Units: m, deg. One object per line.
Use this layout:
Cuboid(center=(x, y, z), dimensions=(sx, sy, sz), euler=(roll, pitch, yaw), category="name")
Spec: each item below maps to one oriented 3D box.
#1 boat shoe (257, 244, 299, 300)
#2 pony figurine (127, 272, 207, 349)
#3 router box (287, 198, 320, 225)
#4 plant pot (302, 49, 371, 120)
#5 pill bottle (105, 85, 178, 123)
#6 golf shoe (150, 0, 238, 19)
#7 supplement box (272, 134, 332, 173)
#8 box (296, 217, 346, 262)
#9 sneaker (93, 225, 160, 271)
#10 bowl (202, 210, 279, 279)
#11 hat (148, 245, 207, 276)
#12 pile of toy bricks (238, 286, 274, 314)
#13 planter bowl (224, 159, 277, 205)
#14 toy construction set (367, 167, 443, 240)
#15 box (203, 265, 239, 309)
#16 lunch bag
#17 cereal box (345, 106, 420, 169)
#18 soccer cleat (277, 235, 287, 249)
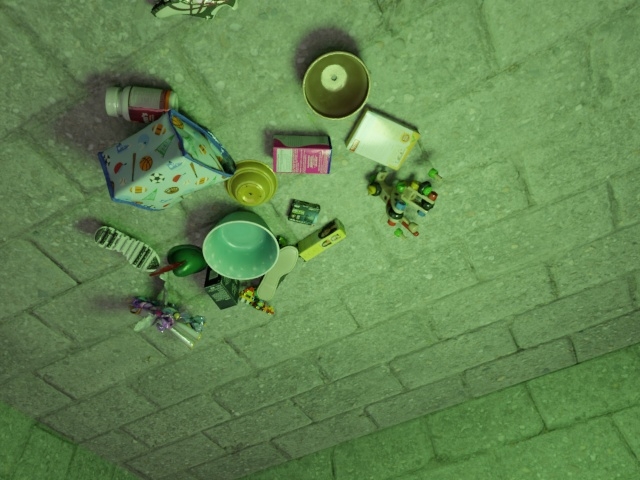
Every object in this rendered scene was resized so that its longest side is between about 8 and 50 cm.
Cuboid(center=(-0.193, 0.128, 2.101), dimensions=(0.112, 0.095, 0.335), euler=(29, 121, -7), category="boat shoe")
Cuboid(center=(-0.712, 0.347, 2.145), dimensions=(0.364, 0.302, 0.351), euler=(30, 146, -10), category="pony figurine")
Cuboid(center=(-0.070, -0.118, 1.986), dimensions=(0.123, 0.038, 0.092), euler=(12, 125, -14), category="router box")
Cuboid(center=(0.051, -0.549, 1.619), dimensions=(0.238, 0.109, 0.237), euler=(-3, 127, -4), category="plant pot")
Cuboid(center=(-0.613, -0.468, 1.610), dimensions=(0.221, 0.121, 0.121), euler=(4, 127, -9), category="pill bottle")
Cuboid(center=(-0.390, -0.731, 1.443), dimensions=(0.273, 0.105, 0.120), euler=(-17, 134, 9), category="golf shoe")
Cuboid(center=(-0.072, -0.329, 1.776), dimensions=(0.220, 0.111, 0.113), euler=(2, 128, -6), category="supplement box")
Cuboid(center=(0.000, 0.000, 2.057), dimensions=(0.232, 0.087, 0.058), euler=(-34, 126, 18), category="box")
Cuboid(center=(-0.815, 0.028, 1.981), dimensions=(0.292, 0.118, 0.110), euler=(39, 83, -26), category="sneaker")
Cuboid(center=(-0.333, -0.001, 1.973), dimensions=(0.312, 0.163, 0.311), euler=(-3, 128, -4), category="bowl")
Cuboid(center=(-0.607, 0.141, 2.043), dimensions=(0.209, 0.183, 0.172), euler=(-6, 128, -1), category="hat")
Cuboid(center=(-0.305, 0.270, 2.232), dimensions=(0.212, 0.118, 0.105), euler=(35, 78, -38), category="pile of toy bricks")
Cuboid(center=(-0.280, -0.206, 1.866), dimensions=(0.217, 0.090, 0.217), euler=(-3, 128, -4), category="planter bowl")
Cuboid(center=(0.319, -0.168, 1.923), dimensions=(0.258, 0.237, 0.308), euler=(-34, 148, -16), category="toy construction set")
Cuboid(center=(-0.447, 0.204, 2.124), dimensions=(0.093, 0.156, 0.158), euler=(-20, 127, 11), category="box")
Cuboid(center=(-0.528, -0.263, 1.683), dimensions=(0.328, 0.238, 0.385), euler=(-25, 164, 15), category="lunch bag")
Cuboid(center=(0.239, -0.390, 1.799), dimensions=(0.240, 0.047, 0.173), euler=(20, 123, -19), category="cereal box")
Cuboid(center=(-0.235, 0.039, 2.086), dimensions=(0.179, 0.060, 0.072), euler=(-28, 116, 8), category="soccer cleat")
